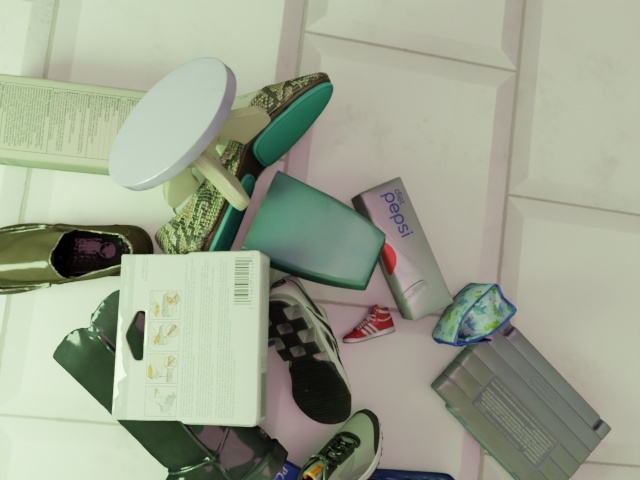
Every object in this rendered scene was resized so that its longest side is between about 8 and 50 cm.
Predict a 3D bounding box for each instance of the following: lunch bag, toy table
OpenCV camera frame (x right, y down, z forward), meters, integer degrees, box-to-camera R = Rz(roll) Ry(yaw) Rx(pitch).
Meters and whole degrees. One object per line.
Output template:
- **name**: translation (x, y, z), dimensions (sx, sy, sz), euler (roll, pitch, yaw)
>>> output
- **lunch bag**: translation (0.311, 0.164, 1.335), dimensions (0.151, 0.129, 0.096), euler (-38, 93, -11)
- **toy table**: translation (-0.221, -0.173, 1.131), dimensions (0.274, 0.161, 0.252), euler (-30, 60, 18)

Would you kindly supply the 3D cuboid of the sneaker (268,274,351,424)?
- **sneaker**: translation (-0.011, 0.214, 1.280), dimensions (0.123, 0.146, 0.330), euler (-12, 115, 18)

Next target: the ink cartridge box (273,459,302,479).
- **ink cartridge box**: translation (-0.091, 0.549, 1.277), dimensions (0.097, 0.046, 0.207), euler (31, 81, -8)

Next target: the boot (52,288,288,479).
- **boot**: translation (-0.340, 0.357, 1.195), dimensions (0.367, 0.146, 0.445), euler (-43, 93, -6)

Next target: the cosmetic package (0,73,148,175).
- **cosmetic package**: translation (-0.464, -0.213, 1.229), dimensions (0.310, 0.113, 0.160), euler (6, 85, -10)

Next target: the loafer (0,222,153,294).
- **loafer**: translation (-0.505, 0.020, 1.196), dimensions (0.366, 0.130, 0.133), euler (-9, 88, -11)

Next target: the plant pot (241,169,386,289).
- **plant pot**: translation (0.000, 0.000, 1.240), dimensions (0.234, 0.165, 0.165), euler (22, 82, 9)

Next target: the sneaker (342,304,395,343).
- **sneaker**: translation (0.095, 0.173, 1.338), dimensions (0.119, 0.042, 0.067), euler (-14, 93, -18)

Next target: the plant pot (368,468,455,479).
- **plant pot**: translation (0.176, 0.591, 1.239), dimensions (0.236, 0.212, 0.235), euler (6, 86, -10)

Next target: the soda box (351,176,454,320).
- **soda box**: translation (0.169, 0.019, 1.337), dimensions (0.098, 0.091, 0.286), euler (-23, 90, -11)

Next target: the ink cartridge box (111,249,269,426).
- **ink cartridge box**: translation (-0.224, 0.169, 1.132), dimensions (0.261, 0.066, 0.296), euler (-1, 81, 10)

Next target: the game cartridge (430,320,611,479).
- **game cartridge**: translation (0.429, 0.362, 1.380), dimensions (0.230, 0.068, 0.355), euler (-44, 94, -6)

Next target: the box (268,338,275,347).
- **box**: translation (-0.205, 0.189, 1.288), dimensions (0.225, 0.036, 0.136), euler (-25, 91, -10)

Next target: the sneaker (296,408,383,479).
- **sneaker**: translation (0.029, 0.435, 1.229), dimensions (0.271, 0.100, 0.108), euler (-50, 132, -29)

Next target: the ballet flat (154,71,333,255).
- **ballet flat**: translation (-0.170, -0.167, 1.269), dimensions (0.182, 0.164, 0.482), euler (31, 83, 13)
